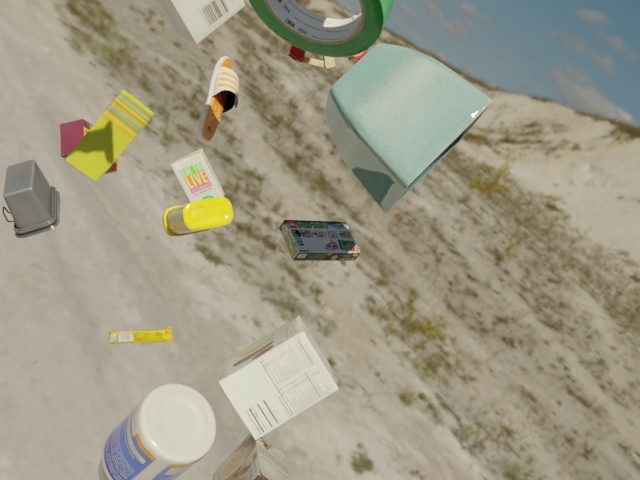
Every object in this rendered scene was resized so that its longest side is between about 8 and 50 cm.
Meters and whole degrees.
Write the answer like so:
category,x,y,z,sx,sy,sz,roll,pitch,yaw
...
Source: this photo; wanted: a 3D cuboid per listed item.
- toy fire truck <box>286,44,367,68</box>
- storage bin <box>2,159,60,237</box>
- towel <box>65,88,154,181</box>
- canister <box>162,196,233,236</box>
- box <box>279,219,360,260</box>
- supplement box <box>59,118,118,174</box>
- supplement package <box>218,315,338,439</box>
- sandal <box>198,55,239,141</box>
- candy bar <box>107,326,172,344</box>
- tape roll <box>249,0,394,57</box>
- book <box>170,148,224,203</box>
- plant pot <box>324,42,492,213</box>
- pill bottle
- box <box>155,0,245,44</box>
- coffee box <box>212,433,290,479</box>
category,x,y,z,sx,sy,sz,roll,pitch,yaw
toy fire truck,0.023,-0.502,1.944,0.192,0.135,0.047,24,5,-16
storage bin,-0.554,-0.083,1.392,0.135,0.098,0.091,-113,-172,-51
towel,-0.543,-0.270,1.911,0.102,0.237,0.021,39,3,-29
canister,-0.287,-0.056,1.734,0.126,0.073,0.170,-12,2,-26
box,0.000,0.000,1.994,0.207,0.036,0.114,1,51,-35
supplement box,-0.683,-0.273,2.198,0.188,0.081,0.104,40,41,-69
supplement package,-0.091,0.289,1.604,0.149,0.203,0.194,59,-2,-6
sandal,-0.272,-0.396,2.110,0.076,0.265,0.102,7,-18,20
candy bar,-0.457,0.242,1.880,0.161,0.040,0.018,-1,15,-13
tape roll,-0.004,-0.534,1.587,0.321,0.077,0.321,19,-26,10
book,-0.340,-0.170,2.057,0.035,0.096,0.144,-100,166,-63
plant pot,0.147,-0.247,1.506,0.252,0.248,0.247,44,-10,4
pill bottle,-0.322,0.393,1.407,0.152,0.272,0.152,22,46,-25
box,-0.323,-0.637,1.907,0.119,0.181,0.182,30,-22,45
coffee box,-0.144,0.512,1.536,0.098,0.141,0.246,42,0,-9
